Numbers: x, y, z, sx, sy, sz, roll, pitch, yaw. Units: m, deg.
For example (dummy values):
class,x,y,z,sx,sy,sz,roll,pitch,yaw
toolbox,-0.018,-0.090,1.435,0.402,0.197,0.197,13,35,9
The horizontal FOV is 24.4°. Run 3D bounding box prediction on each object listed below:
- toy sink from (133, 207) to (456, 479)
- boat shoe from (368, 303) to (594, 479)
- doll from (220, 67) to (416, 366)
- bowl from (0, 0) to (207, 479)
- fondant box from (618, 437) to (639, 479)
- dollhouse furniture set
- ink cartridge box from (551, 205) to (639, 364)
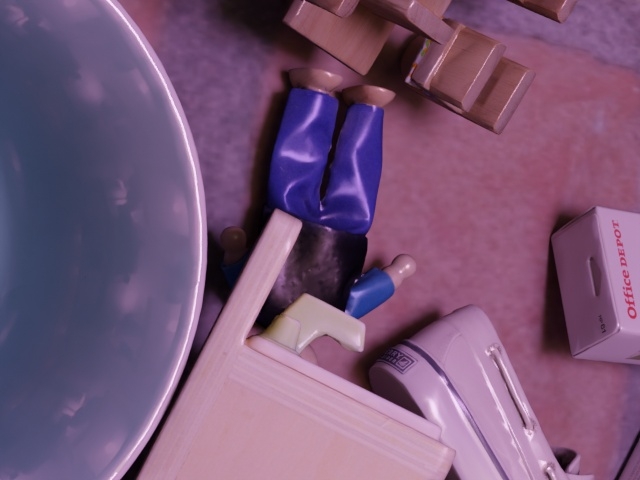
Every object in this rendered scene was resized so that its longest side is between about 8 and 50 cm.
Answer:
class,x,y,z,sx,sy,sz,roll,pitch,yaw
toy sink,-0.020,0.120,0.748,0.131,0.153,0.234,27,84,-3
boat shoe,0.128,0.163,0.926,0.088,0.096,0.267,-35,101,-18
doll,0.000,0.000,0.866,0.129,0.046,0.189,15,86,-28
bowl,-0.224,0.000,0.676,0.312,0.163,0.311,-2,94,-28
fondant box,0.353,0.133,0.908,0.096,0.330,0.238,37,77,-26
dollhouse furniture set,0.048,-0.219,0.822,0.212,0.161,0.242,27,95,-51
ink cartridge box,0.218,0.033,0.969,0.123,0.052,0.088,9,62,-30
